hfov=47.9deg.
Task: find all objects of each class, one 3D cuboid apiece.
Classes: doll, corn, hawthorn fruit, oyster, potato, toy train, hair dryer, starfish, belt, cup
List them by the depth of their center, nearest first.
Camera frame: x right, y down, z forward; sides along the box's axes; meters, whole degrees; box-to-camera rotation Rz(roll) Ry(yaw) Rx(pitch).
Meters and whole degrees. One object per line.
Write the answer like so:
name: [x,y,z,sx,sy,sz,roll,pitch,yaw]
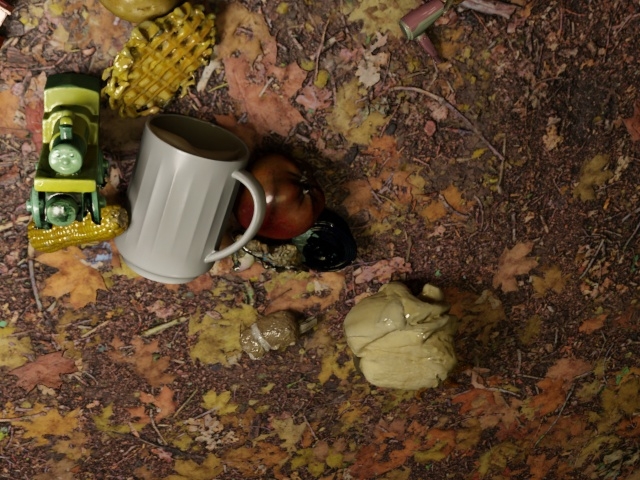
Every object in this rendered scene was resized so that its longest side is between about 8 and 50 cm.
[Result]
potato: [-0.352,-0.498,1.408,0.204,0.158,0.178,22,114,-31]
toy train: [-0.499,-0.173,1.437,0.150,0.369,0.237,0,118,-16]
corn: [-0.536,-0.036,1.597,0.313,0.102,0.102,-10,132,33]
cup: [-0.280,-0.070,1.609,0.323,0.237,0.326,29,115,16]
hair dryer: [0.250,-0.470,1.665,0.106,0.054,0.154,-31,134,-1]
hawthorn fruit: [-0.119,-0.088,1.711,0.248,0.208,0.208,-30,128,32]
oyster: [-0.137,0.042,1.769,0.260,0.198,0.092,12,83,-59]
belt: [0.000,0.000,1.861,0.151,0.078,0.198,-42,125,17]
doll: [-0.116,0.250,1.964,0.221,0.105,0.114,-16,99,2]
starfish: [0.369,0.410,2.246,0.227,0.043,0.240,20,116,-25]

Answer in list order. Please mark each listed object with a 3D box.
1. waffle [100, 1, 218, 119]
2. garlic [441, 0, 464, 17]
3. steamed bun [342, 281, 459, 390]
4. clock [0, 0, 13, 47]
waffle: [-0.323,-0.364,1.487,0.262,0.060,0.280,-29,160,-34]
garlic: [0.224,-0.553,1.512,0.257,0.207,0.207,-29,125,12]
steamed bun: [0.227,0.254,1.994,0.325,0.230,0.372,-5,135,24]
clock: [-0.731,-0.389,1.392,0.220,0.106,0.255,30,109,-29]
